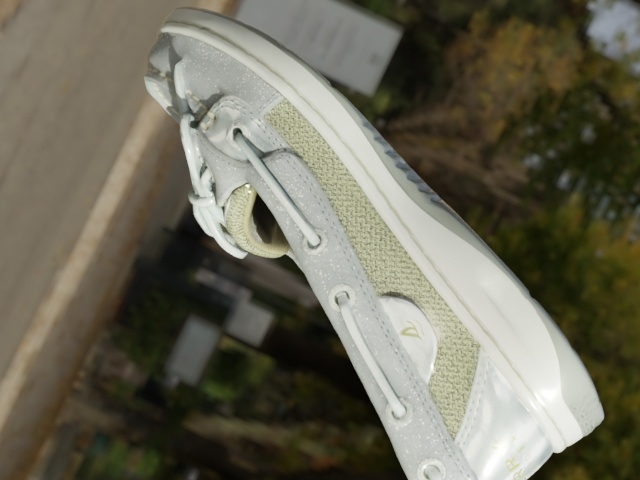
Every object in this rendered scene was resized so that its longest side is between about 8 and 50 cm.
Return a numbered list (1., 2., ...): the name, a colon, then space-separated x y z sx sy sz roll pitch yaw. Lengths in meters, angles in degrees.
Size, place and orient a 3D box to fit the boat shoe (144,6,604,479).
1. boat shoe: 0.001 0.002 0.915 0.103 0.320 0.118 -40 153 -6
